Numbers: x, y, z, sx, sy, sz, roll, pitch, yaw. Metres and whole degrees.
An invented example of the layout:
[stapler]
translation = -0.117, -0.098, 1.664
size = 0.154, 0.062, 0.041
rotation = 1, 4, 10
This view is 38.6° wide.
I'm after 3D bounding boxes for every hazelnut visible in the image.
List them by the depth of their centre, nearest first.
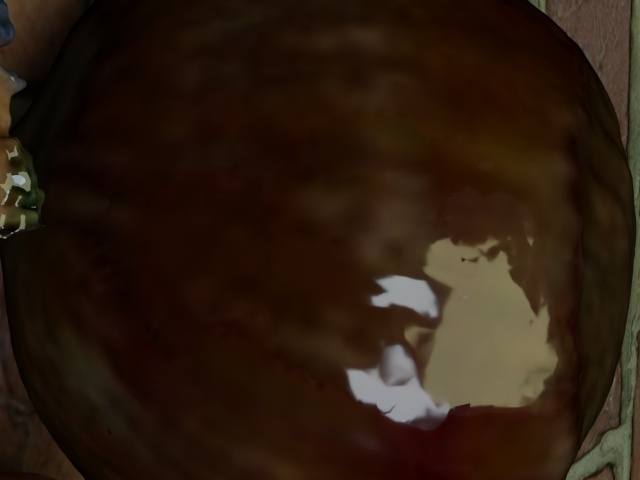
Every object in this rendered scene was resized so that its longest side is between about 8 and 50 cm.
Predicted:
[hazelnut]
translation = 0.000, 0.000, 0.595
size = 0.421, 0.353, 0.421
rotation = -1, 95, -9

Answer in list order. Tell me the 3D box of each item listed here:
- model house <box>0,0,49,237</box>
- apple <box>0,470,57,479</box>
[model house]
translation = -0.242, -0.091, 0.431
size = 0.166, 0.183, 0.172
rotation = -11, 106, -45
[apple]
translation = -0.216, 0.259, 0.531
size = 0.251, 0.163, 0.293
rotation = -45, 137, -20
